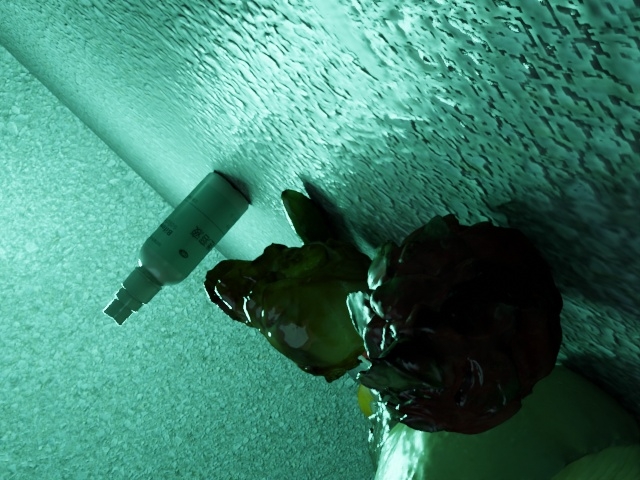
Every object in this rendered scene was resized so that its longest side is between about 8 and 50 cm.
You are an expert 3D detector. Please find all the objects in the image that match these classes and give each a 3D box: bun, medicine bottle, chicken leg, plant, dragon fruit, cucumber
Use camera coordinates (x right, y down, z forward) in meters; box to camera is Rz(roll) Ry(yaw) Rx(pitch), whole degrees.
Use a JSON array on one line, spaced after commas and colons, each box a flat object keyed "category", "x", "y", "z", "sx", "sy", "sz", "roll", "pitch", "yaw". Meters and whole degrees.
[{"category": "bun", "x": 0.189, "y": 0.280, "z": 0.761, "sx": 0.202, "sy": 0.364, "sz": 0.364, "roll": 49, "pitch": 178, "yaw": 43}, {"category": "medicine bottle", "x": -0.296, "y": 0.023, "z": 1.328, "sx": 0.110, "sy": 0.352, "sz": 0.110, "roll": 39, "pitch": 169, "yaw": 9}, {"category": "chicken leg", "x": -0.033, "y": 0.114, "z": 1.022, "sx": 0.294, "sy": 0.182, "sz": 0.409, "roll": 16, "pitch": 158, "yaw": 17}, {"category": "plant", "x": 0.172, "y": 0.370, "z": 1.299, "sx": 0.194, "sy": 0.182, "sz": 0.321, "roll": 15, "pitch": -163, "yaw": -3}, {"category": "dragon fruit", "x": 0.113, "y": 0.064, "z": 0.550, "sx": 0.182, "sy": 0.182, "sz": 0.189, "roll": 49, "pitch": -155, "yaw": -35}, {"category": "cucumber", "x": 0.000, "y": 0.000, "z": 1.015, "sx": 0.056, "sy": 0.056, "sz": 0.250, "roll": 34, "pitch": 166, "yaw": 34}]

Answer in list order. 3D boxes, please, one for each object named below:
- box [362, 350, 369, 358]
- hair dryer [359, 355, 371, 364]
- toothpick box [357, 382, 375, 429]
[{"category": "box", "x": 0.144, "y": 0.195, "z": 1.189, "sx": 0.313, "sy": 0.089, "sz": 0.197, "roll": 36, "pitch": 166, "yaw": 29}, {"category": "hair dryer", "x": 0.109, "y": 0.311, "z": 1.875, "sx": 0.220, "sy": 0.054, "sz": 0.195, "roll": 43, "pitch": 169, "yaw": -15}, {"category": "toothpick box", "x": 0.204, "y": 0.450, "z": 1.759, "sx": 0.192, "sy": 0.192, "sz": 0.294, "roll": 44, "pitch": 174, "yaw": -13}]
